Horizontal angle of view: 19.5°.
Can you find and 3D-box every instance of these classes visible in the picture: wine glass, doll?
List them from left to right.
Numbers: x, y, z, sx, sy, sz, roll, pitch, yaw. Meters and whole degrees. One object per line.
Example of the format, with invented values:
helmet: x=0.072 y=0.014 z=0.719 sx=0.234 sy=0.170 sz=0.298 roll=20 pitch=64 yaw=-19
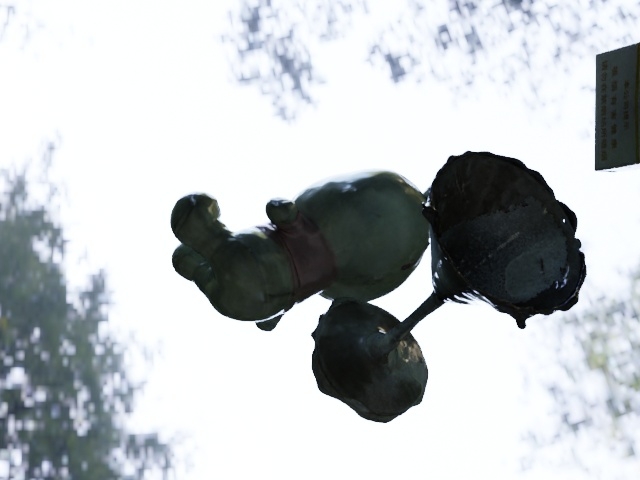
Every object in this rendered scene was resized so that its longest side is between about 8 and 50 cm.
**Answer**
doll: x=0.002 y=0.009 z=1.643 sx=0.275 sy=0.113 sz=0.154 roll=-8 pitch=-43 yaw=-23
wine glass: x=0.094 y=0.048 z=1.520 sx=0.156 sy=0.156 sz=0.232 roll=21 pitch=-40 yaw=-21

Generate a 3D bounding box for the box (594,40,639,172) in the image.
box: x=0.244 y=-0.099 z=1.300 sx=0.024 sy=0.167 sz=0.090 roll=3 pitch=-95 yaw=-23
